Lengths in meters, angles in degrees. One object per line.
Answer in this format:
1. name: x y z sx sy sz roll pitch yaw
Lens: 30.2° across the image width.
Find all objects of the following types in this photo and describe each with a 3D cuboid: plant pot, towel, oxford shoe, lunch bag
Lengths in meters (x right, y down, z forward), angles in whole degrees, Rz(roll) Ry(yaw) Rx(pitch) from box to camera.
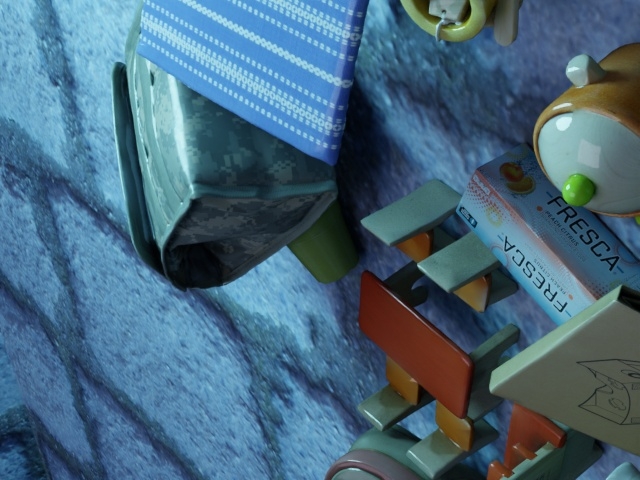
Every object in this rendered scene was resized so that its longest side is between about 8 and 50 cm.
1. plant pot: 0.000 0.000 1.232 0.083 0.083 0.079 8 133 57
2. towel: -0.038 -0.256 0.896 0.243 0.040 0.336 33 124 34
3. oxford shoe: 0.174 0.301 1.180 0.348 0.130 0.123 40 126 6
4. lunch bag: -0.114 -0.096 1.173 0.287 0.169 0.235 133 131 -62

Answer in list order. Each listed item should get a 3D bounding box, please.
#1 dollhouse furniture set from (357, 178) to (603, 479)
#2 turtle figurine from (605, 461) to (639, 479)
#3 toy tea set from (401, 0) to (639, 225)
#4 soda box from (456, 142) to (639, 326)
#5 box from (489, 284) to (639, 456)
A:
1. dollhouse furniture set: 0.120 0.123 1.065 0.259 0.135 0.262 40 145 36
2. turtle figurine: 0.302 0.295 0.846 0.266 0.198 0.274 39 141 34
3. toy tea set: 0.125 -0.143 0.742 0.336 0.124 0.200 35 149 9
4. soda box: 0.191 0.013 0.929 0.183 0.058 0.063 51 151 21
5. box: 0.238 0.106 0.875 0.164 0.021 0.201 24 152 -8
